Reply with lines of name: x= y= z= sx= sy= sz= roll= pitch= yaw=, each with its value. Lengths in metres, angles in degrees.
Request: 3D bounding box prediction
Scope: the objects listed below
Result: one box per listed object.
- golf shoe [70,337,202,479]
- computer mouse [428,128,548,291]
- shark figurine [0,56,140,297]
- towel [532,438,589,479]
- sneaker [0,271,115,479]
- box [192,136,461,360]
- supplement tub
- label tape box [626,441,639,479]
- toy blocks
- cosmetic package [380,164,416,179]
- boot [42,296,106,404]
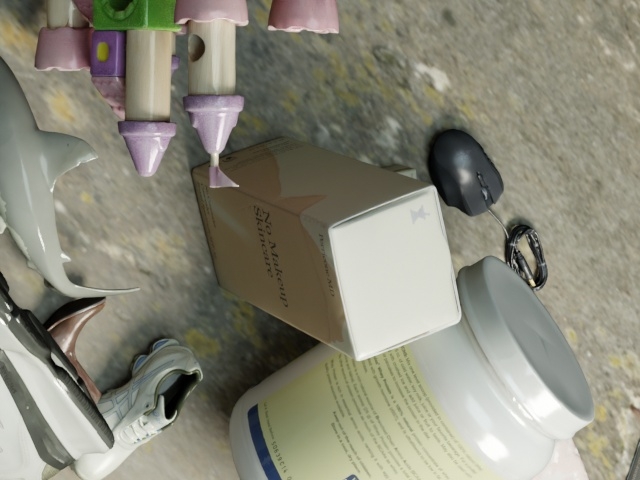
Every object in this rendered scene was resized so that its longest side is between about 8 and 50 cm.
golf shoe: x=-0.191 y=0.182 z=1.734 sx=0.069 sy=0.086 sz=0.176 roll=41 pitch=82 yaw=-30
computer mouse: x=0.202 y=-0.031 z=1.924 sx=0.071 sy=0.041 sz=0.242 roll=-46 pitch=118 yaw=-14
shark figurine: x=-0.256 y=-0.046 z=1.591 sx=0.116 sy=0.166 sz=0.278 roll=-17 pitch=107 yaw=6
towel: x=0.186 y=0.350 z=1.990 sx=0.332 sy=0.053 sz=0.317 roll=-29 pitch=113 yaw=-19
sneaker: x=-0.384 y=0.120 z=1.512 sx=0.257 sy=0.169 sz=0.447 roll=-33 pitch=135 yaw=-6
box: x=0.000 y=0.000 z=1.666 sx=0.121 sy=0.311 sz=0.148 roll=-21 pitch=109 yaw=-23
supplement tub: x=0.094 y=0.183 z=1.733 sx=0.325 sy=0.235 sz=0.235 roll=-34 pitch=119 yaw=18
label tape box: x=0.575 y=0.339 z=2.024 sx=0.249 sy=0.348 sz=0.115 roll=20 pitch=91 yaw=-30
toy blocks: x=-0.181 y=-0.184 z=1.519 sx=0.309 sy=0.289 sz=0.260 roll=-2 pitch=96 yaw=-44
cosmetic package: x=0.049 y=-0.044 z=1.839 sx=0.115 sy=0.041 sz=0.060 roll=-14 pitch=106 yaw=-25
boot: x=-0.246 y=0.124 z=1.719 sx=0.106 sy=0.037 sz=0.114 roll=-28 pitch=110 yaw=-6
